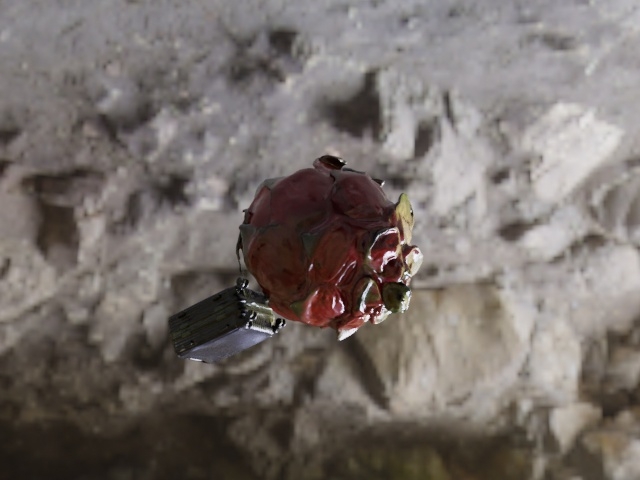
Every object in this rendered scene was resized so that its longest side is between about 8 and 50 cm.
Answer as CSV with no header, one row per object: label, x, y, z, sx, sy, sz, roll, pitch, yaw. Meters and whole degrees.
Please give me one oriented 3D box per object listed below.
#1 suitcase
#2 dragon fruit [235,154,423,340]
suitcase,-0.114,0.099,1.843,0.126,0.059,0.086,-26,155,25
dragon fruit,0.000,0.000,1.753,0.274,0.192,0.193,36,-174,39
